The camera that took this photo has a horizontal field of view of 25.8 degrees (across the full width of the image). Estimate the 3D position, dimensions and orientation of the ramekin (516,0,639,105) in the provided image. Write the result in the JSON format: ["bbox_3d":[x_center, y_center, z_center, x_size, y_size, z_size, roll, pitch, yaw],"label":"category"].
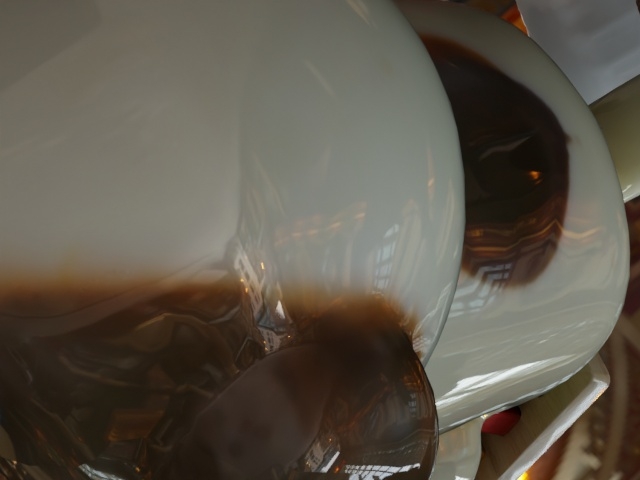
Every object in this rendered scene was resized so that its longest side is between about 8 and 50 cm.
[{"bbox_3d":[0.240,-0.160,0.755,0.135,0.277,0.277,-26,-160,49],"label":"ramekin"}]

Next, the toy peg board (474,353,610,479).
[{"bbox_3d":[0.059,0.065,0.800,0.160,0.079,0.161,-53,-141,30],"label":"toy peg board"}]

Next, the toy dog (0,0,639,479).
[{"bbox_3d":[-0.024,0.016,0.526,0.395,0.284,0.408,-12,173,15],"label":"toy dog"}]

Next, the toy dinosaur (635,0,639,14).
[{"bbox_3d":[0.135,-0.072,0.395,0.127,0.200,0.296,-25,-179,20],"label":"toy dinosaur"}]
